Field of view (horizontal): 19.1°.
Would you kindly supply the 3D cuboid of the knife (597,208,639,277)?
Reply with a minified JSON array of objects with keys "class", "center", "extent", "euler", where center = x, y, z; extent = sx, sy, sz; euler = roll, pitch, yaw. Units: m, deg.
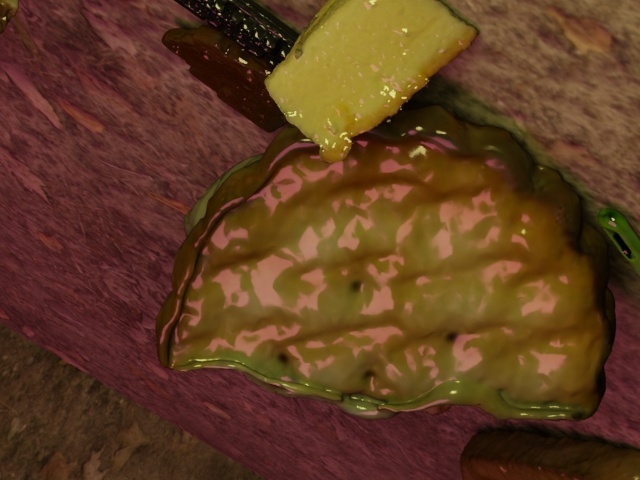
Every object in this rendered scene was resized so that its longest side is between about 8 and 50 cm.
[{"class":"knife","center":[0.241,0.034,1.372],"extent":[0.054,0.015,0.212],"euler":[28,167,44]}]

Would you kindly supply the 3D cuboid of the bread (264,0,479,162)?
[{"class":"bread","center":[0.024,-0.110,1.182],"extent":[0.084,0.109,0.080],"euler":[42,166,-17]}]

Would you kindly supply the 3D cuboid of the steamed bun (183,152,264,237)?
[{"class":"steamed bun","center":[0.002,0.000,1.507],"extent":[0.211,0.144,0.218],"euler":[5,141,9]}]

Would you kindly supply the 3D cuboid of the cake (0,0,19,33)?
[{"class":"cake","center":[-0.310,-0.201,1.481],"extent":[0.134,0.147,0.135],"euler":[40,165,-23]}]

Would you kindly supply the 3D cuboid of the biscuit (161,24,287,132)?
[{"class":"biscuit","center":[-0.061,-0.124,1.467],"extent":[0.119,0.019,0.130],"euler":[23,162,30]}]

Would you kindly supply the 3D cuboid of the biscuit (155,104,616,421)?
[{"class":"biscuit","center":[0.062,0.044,1.380],"extent":[0.335,0.078,0.329],"euler":[34,127,-21]}]

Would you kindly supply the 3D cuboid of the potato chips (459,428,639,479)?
[{"class":"potato chips","center":[0.222,0.229,1.934],"extent":[0.080,0.057,0.407],"euler":[41,163,-17]}]

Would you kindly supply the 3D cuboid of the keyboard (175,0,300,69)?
[{"class":"keyboard","center":[-0.064,-0.159,1.362],"extent":[0.231,0.023,0.072],"euler":[35,167,-9]}]

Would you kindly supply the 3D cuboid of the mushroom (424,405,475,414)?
[{"class":"mushroom","center":[0.114,0.088,1.609],"extent":[0.148,0.112,0.148],"euler":[35,160,14]}]
